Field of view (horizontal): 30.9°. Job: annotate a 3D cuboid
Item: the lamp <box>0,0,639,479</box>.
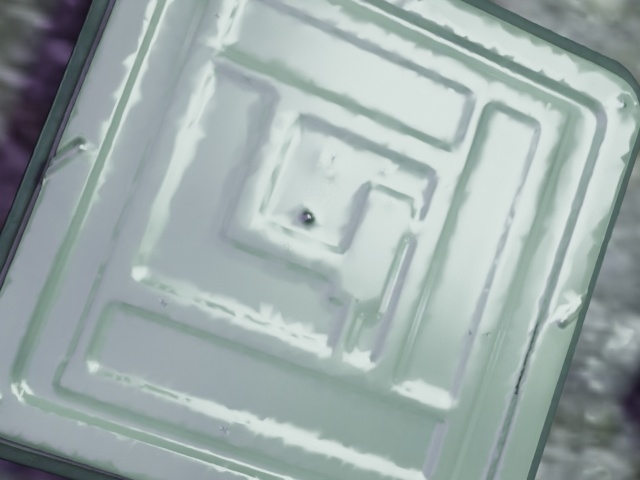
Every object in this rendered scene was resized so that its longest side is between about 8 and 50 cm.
[{"bbox_3d":[0.000,0.000,0.528,0.269,0.047,0.266,21,82,-16],"label":"lamp"}]
